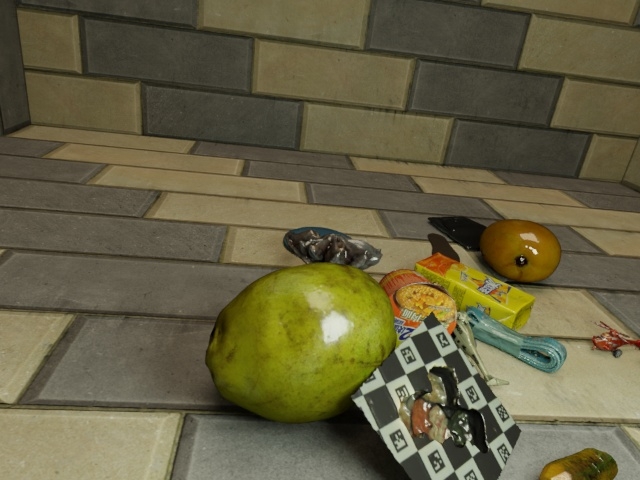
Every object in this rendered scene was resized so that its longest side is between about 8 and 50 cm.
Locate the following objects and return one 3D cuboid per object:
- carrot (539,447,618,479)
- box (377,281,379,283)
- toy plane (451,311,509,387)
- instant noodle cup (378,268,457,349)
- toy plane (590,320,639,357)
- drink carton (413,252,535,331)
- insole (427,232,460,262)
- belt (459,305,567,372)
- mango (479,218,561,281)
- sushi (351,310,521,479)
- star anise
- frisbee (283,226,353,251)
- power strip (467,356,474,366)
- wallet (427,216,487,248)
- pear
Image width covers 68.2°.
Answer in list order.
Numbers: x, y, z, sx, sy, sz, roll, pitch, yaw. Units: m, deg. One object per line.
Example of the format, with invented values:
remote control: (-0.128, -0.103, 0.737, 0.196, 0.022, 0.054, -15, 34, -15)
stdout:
carrot: (0.491, 0.453, 0.910, 0.173, 0.082, 0.082, -8, 28, -32)
box: (0.083, 0.138, 1.516, 0.141, 0.058, 0.201, -12, 31, -37)
toy plane: (0.394, 0.280, 1.253, 0.092, 0.108, 0.286, 2, 37, -15)
instant noodle cup: (0.248, 0.181, 1.313, 0.214, 0.213, 0.174, 5, 17, -7)
toy plane: (0.876, 0.292, 1.396, 0.194, 0.077, 0.126, -1, 28, -37)
drink carton: (0.472, 0.169, 1.504, 0.155, 0.111, 0.351, -18, 36, -42)
insole: (0.498, 0.038, 1.924, 0.111, 0.007, 0.327, 8, 24, -2)
belt: (0.523, 0.267, 1.321, 0.303, 0.087, 0.072, 23, 31, 31)
mango: (0.738, 0.024, 1.781, 0.264, 0.220, 0.378, 5, 14, 5)
sushi: (0.229, 0.358, 0.950, 0.320, 0.069, 0.339, 53, 43, 7)
star anise: (0.033, 0.042, 1.517, 0.316, 0.139, 0.359, 14, 8, -3)
frisbee: (0.002, -0.004, 1.818, 0.290, 0.049, 0.289, 6, 24, -3)
power strip: (0.301, 0.312, 1.183, 0.169, 0.028, 0.076, 14, 67, 19)
wallet: (0.661, -0.041, 2.111, 0.247, 0.041, 0.323, -4, 29, -21)
pear: (-0.029, 0.210, 0.992, 0.414, 0.351, 0.352, -16, 30, -15)
